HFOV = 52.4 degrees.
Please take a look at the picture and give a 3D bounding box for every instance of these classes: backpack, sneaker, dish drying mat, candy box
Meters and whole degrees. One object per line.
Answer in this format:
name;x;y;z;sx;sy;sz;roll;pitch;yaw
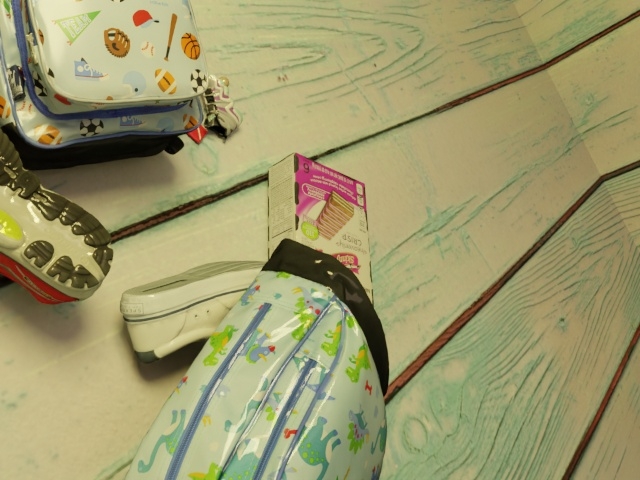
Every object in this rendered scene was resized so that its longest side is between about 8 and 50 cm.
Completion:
backpack;-0.268;-0.229;0.728;0.276;0.213;0.263;-16;86;-48
sneaker;-0.339;-0.033;0.636;0.279;0.118;0.107;48;43;-15
sneaker;-0.138;0.083;0.822;0.258;0.094;0.091;-14;105;-48
dish drying mat;-0.199;-0.178;0.934;0.083;0.008;0.032;45;46;-20
candy box;0.000;0.000;1.000;0.159;0.071;0.233;19;58;-39
sneaker;-0.157;-0.192;0.953;0.098;0.038;0.069;54;46;-31
backpack;-0.053;0.226;0.706;0.355;0.273;0.290;-39;136;-32

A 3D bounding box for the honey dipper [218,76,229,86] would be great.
honey dipper;-0.197;-0.240;0.954;0.160;0.030;0.030;-2;72;-50
